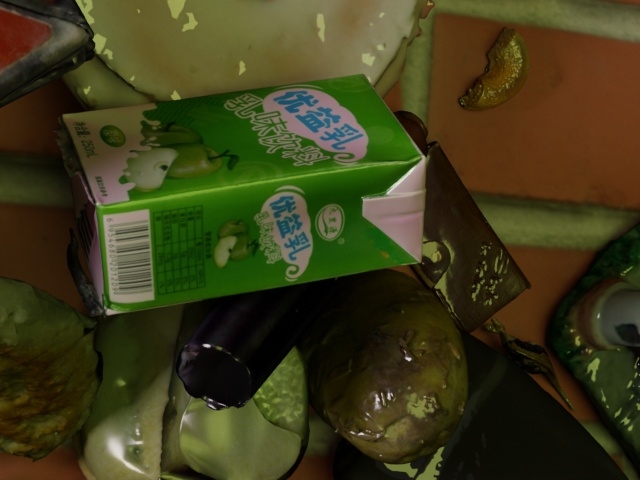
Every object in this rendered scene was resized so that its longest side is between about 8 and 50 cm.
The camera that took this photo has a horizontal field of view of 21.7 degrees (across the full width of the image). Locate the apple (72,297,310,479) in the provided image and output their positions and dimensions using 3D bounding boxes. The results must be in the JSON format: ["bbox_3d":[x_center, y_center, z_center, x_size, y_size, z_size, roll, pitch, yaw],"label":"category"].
[{"bbox_3d":[-0.108,0.137,1.435,0.207,0.174,0.188,-2,68,16],"label":"apple"}]

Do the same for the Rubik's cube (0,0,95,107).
[{"bbox_3d":[-0.398,-0.170,1.200,0.305,0.310,0.307,-42,108,-35],"label":"Rubik's cube"}]

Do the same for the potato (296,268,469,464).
[{"bbox_3d":[0.050,0.101,1.476,0.149,0.251,0.113,-26,126,3],"label":"potato"}]

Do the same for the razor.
[{"bbox_3d":[0.180,0.243,1.601,0.349,0.113,0.204,40,73,-20],"label":"razor"}]

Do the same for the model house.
[{"bbox_3d":[0.413,0.123,1.588,0.194,0.325,0.267,-43,107,-19],"label":"model house"}]

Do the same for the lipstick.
[{"bbox_3d":[0.000,0.000,1.430,0.077,0.077,0.418,57,38,-15],"label":"lipstick"}]

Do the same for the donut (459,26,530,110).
[{"bbox_3d":[0.172,-0.164,1.627,0.083,0.038,0.067,-26,105,-23],"label":"donut"}]

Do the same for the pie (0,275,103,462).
[{"bbox_3d":[-0.340,0.097,1.275,0.371,0.296,0.078,7,59,-24],"label":"pie"}]

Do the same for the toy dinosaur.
[{"bbox_3d":[0.200,0.114,1.643,0.180,0.058,0.037,32,95,-44],"label":"toy dinosaur"}]

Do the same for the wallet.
[{"bbox_3d":[0.126,0.000,1.617,0.095,0.026,0.176,-37,105,-17],"label":"wallet"}]

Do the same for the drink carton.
[{"bbox_3d":[-0.067,-0.040,1.317,0.271,0.161,0.108,-9,123,-14],"label":"drink carton"}]

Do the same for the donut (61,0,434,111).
[{"bbox_3d":[-0.085,-0.244,1.449,0.383,0.142,0.382,-2,94,-25],"label":"donut"}]
